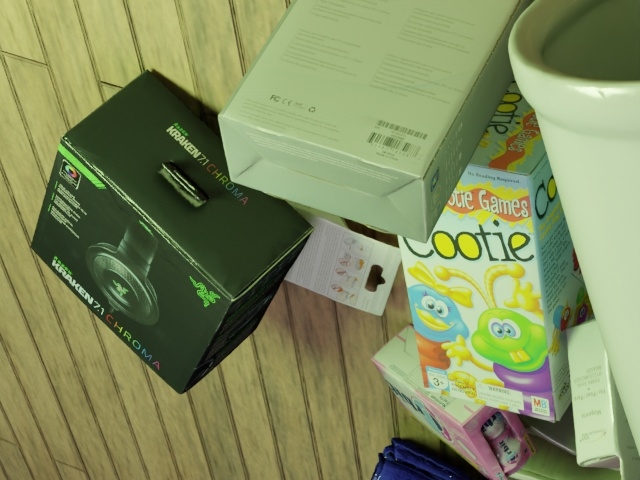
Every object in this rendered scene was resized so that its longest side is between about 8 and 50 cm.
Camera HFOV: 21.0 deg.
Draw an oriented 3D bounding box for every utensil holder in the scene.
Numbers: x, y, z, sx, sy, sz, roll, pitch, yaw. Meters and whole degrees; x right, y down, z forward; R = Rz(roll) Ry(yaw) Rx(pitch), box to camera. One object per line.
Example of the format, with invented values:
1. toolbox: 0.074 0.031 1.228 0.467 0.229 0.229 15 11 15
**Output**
1. utensil holder: 0.337 -0.005 1.186 0.327 0.327 0.385 0 120 40

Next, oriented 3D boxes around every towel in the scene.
1. towel: 0.206 0.327 2.066 0.308 0.076 0.227 28 180 3

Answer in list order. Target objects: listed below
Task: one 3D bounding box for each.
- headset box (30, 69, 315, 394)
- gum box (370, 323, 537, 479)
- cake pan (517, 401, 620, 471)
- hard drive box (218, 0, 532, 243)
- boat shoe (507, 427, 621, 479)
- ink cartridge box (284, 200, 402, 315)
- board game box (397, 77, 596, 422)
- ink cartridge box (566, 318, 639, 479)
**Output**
1. headset box: -0.161 -0.007 1.825 0.246 0.131 0.283 44 150 6
2. gum box: 0.148 0.179 1.886 0.188 0.062 0.107 35 162 52
3. cake pan: 0.301 0.139 1.780 0.293 0.054 0.293 21 148 14
4. hard drive box: 0.050 -0.132 1.427 0.181 0.232 0.089 19 148 19
5. boat shoe: 0.298 0.279 1.966 0.227 0.081 0.069 21 151 28
6. ink cartridge box: 0.000 0.000 1.853 0.179 0.045 0.145 20 147 3
7. board game box: 0.166 0.004 1.564 0.142 0.144 0.275 12 131 29
8. ink cartridge box: 0.349 0.199 1.549 0.275 0.239 0.060 8 161 -32
